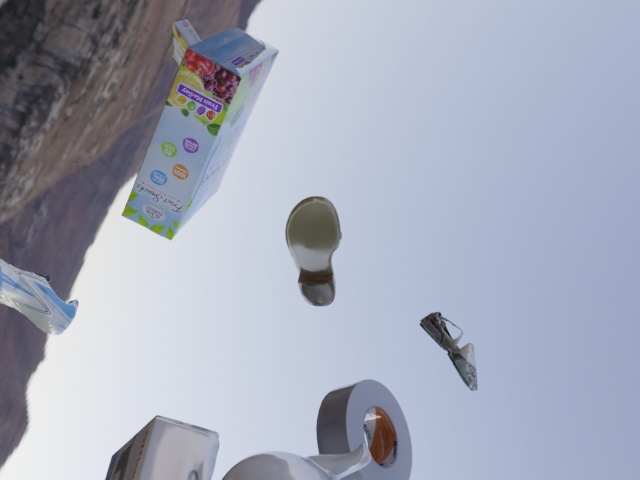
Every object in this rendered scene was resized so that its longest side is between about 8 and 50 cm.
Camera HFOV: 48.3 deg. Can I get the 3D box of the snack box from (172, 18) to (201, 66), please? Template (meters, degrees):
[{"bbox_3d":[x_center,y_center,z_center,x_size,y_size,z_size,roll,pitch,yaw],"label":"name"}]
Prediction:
[{"bbox_3d":[-0.286,-0.408,1.591,0.141,0.037,0.100,57,-26,26],"label":"snack box"}]

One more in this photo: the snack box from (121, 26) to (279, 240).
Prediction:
[{"bbox_3d":[-0.133,-0.126,0.816,0.207,0.070,0.174,-60,-177,26],"label":"snack box"}]

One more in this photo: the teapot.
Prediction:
[{"bbox_3d":[-0.043,0.449,1.082,0.187,0.253,0.255,-6,-98,38],"label":"teapot"}]

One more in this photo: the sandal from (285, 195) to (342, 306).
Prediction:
[{"bbox_3d":[-0.007,0.000,1.171,0.079,0.088,0.240,-81,171,-47],"label":"sandal"}]

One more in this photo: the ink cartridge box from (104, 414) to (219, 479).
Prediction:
[{"bbox_3d":[-0.317,0.479,1.312,0.307,0.129,0.223,-44,-151,49],"label":"ink cartridge box"}]

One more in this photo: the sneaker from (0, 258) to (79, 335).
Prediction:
[{"bbox_3d":[-0.545,0.078,1.280,0.085,0.237,0.086,-23,-146,45],"label":"sneaker"}]

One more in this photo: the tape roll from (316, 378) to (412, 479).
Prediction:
[{"bbox_3d":[0.086,0.377,1.348,0.072,0.219,0.219,-22,-138,32],"label":"tape roll"}]

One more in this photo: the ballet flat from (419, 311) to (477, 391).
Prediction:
[{"bbox_3d":[0.167,0.131,0.882,0.041,0.041,0.114,-53,-127,25],"label":"ballet flat"}]
